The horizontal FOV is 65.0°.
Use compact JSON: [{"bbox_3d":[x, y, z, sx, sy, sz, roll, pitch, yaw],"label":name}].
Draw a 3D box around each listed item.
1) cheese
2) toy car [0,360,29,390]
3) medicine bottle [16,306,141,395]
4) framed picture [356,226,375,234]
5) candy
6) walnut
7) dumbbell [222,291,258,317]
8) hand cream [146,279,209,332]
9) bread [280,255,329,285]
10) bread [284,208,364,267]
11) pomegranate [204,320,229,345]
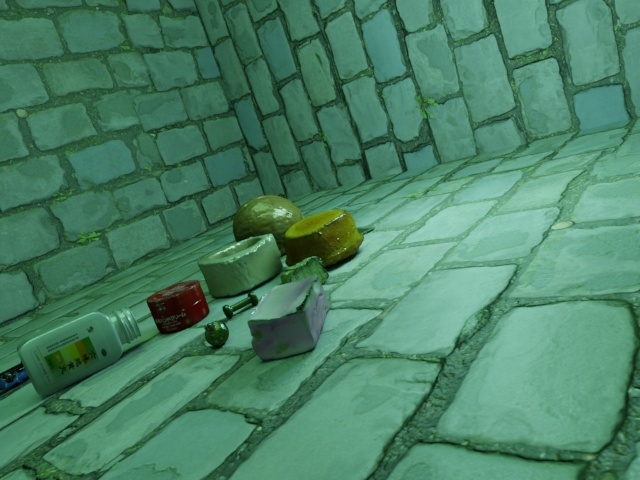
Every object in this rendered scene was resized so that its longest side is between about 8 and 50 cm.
[{"bbox_3d":[-0.301,0.092,1.986,0.293,0.153,0.332,-8,17,41],"label":"cheese"},{"bbox_3d":[-1.015,0.447,1.699,0.103,0.063,0.216,-13,8,25],"label":"toy car"},{"bbox_3d":[-0.727,0.321,1.540,0.324,0.179,0.124,-25,13,-32],"label":"medicine bottle"},{"bbox_3d":[0.133,-0.028,2.190,0.142,0.011,0.183,-25,13,-26],"label":"framed picture"},{"bbox_3d":[-0.076,0.188,1.291,0.156,0.115,0.265,-17,12,13],"label":"candy"},{"bbox_3d":[-0.230,-0.063,2.269,0.333,0.332,0.333,-18,12,4],"label":"walnut"},{"bbox_3d":[-0.262,0.211,1.644,0.118,0.046,0.052,-26,9,-27],"label":"dumbbell"},{"bbox_3d":[-0.489,0.226,1.735,0.193,0.125,0.193,-19,12,4],"label":"hand cream"},{"bbox_3d":[-0.063,0.121,1.643,0.156,0.103,0.110,-22,0,-39],"label":"bread"},{"bbox_3d":[0.003,-0.002,1.887,0.313,0.172,0.312,-18,14,5],"label":"bread"},{"bbox_3d":[-0.293,0.253,1.408,0.073,0.084,0.073,-15,23,6],"label":"pomegranate"}]
